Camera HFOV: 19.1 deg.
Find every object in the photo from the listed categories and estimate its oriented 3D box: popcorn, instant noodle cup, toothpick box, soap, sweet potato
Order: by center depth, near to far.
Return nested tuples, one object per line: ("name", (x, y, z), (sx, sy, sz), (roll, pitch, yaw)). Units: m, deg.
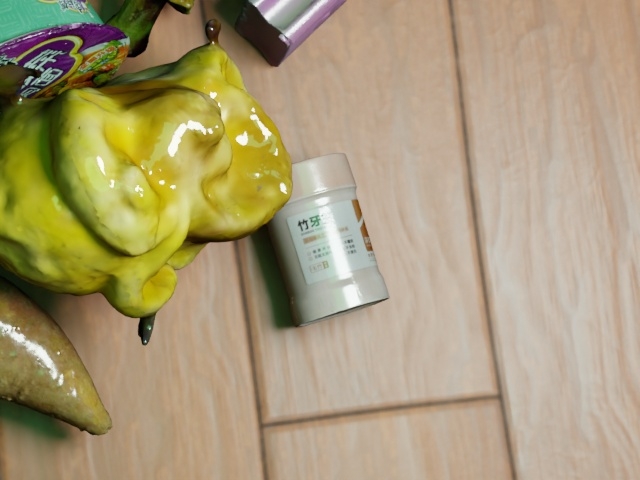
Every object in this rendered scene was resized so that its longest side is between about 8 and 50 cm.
("popcorn", (-0.181, -0.045, 1.725), (0.316, 0.297, 0.281), (-10, 96, -7))
("instant noodle cup", (-0.330, -0.209, 1.763), (0.251, 0.251, 0.190), (-26, 77, -11))
("sweet potato", (-0.336, 0.080, 1.770), (0.337, 0.131, 0.131), (42, 78, 1))
("toothpick box", (0.000, 0.000, 1.843), (0.098, 0.098, 0.149), (-16, 85, -10))
("soap", (0.010, -0.268, 1.873), (0.203, 0.122, 0.065), (-44, 91, -11))

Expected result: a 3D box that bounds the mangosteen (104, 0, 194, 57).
("mangosteen", (-0.128, -0.308, 1.827), (0.231, 0.231, 0.289), (13, 109, -6))
